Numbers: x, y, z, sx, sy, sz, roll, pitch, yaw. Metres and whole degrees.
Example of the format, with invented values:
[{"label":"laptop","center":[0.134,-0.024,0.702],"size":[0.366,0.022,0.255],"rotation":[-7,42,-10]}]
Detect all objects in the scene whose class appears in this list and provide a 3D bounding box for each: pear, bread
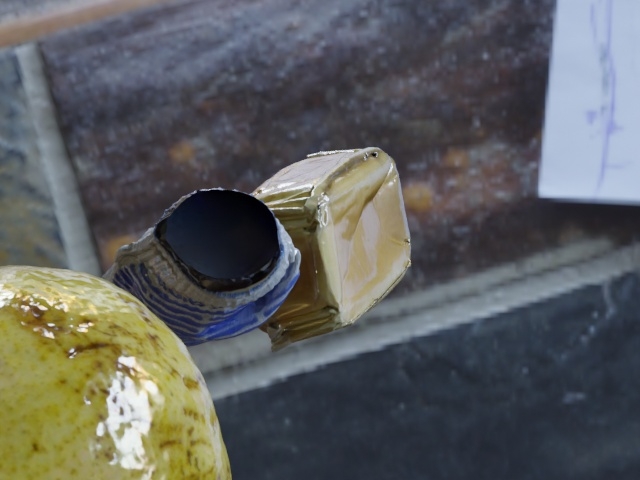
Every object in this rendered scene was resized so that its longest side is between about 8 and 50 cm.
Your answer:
[{"label":"pear","center":[-0.123,0.093,0.558],"size":[0.178,0.178,0.178],"rotation":[-4,50,5]},{"label":"bread","center":[0.000,0.000,1.386],"size":[0.107,0.136,0.241],"rotation":[-9,12,22]}]

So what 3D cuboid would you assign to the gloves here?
[{"label":"gloves","center":[-0.078,0.018,0.958],"size":[0.119,0.229,0.097],"rotation":[-6,91,-13]}]
